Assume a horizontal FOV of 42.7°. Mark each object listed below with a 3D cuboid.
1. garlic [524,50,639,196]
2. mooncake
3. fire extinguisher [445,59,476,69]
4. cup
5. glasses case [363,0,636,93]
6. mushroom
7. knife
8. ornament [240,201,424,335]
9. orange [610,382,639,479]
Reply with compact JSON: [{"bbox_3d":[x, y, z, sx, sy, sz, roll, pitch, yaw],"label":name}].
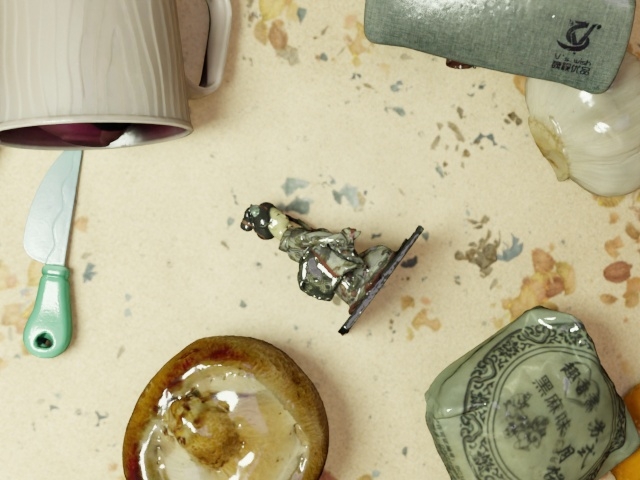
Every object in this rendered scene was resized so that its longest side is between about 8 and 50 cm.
[{"bbox_3d":[0.384,-0.175,1.096,0.178,0.143,0.229,-36,90,-9],"label":"garlic"},{"bbox_3d":[0.273,0.239,1.076,0.250,0.136,0.254,-32,98,-15],"label":"mooncake"},{"bbox_3d":[0.194,-0.299,1.098,0.056,0.039,0.132,7,89,-9],"label":"fire extinguisher"},{"bbox_3d":[-0.231,-0.239,0.912,0.288,0.208,0.273,-5,89,-12],"label":"cup"},{"bbox_3d":[0.215,-0.279,1.013,0.323,0.074,0.131,16,118,12],"label":"glasses case"},{"bbox_3d":[-0.110,0.238,0.975,0.253,0.153,0.253,0,89,-11],"label":"mushroom"},{"bbox_3d":[-0.326,0.011,0.989,0.063,0.034,0.260,3,84,-7],"label":"knife"},{"bbox_3d":[0.000,0.000,1.017,0.196,0.166,0.153,36,81,4],"label":"ornament"},{"bbox_3d":[0.590,0.305,1.176,0.310,0.274,0.274,6,89,-44],"label":"orange"}]
